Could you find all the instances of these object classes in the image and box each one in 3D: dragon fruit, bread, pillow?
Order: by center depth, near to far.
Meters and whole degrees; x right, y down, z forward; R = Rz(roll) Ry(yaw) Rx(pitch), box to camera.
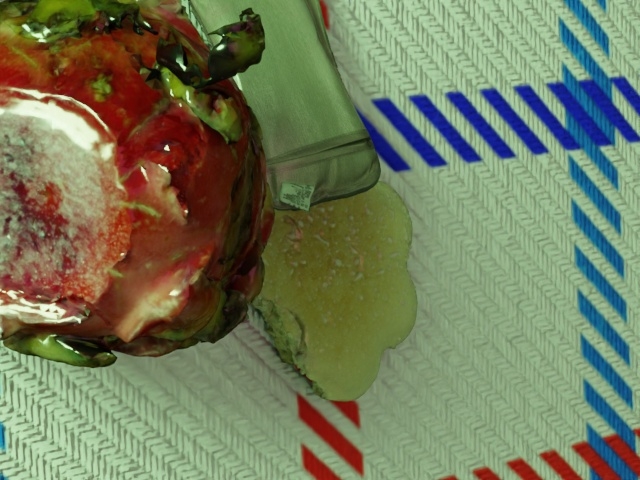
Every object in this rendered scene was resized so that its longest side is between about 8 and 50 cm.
[{"bbox_3d":[-0.146,-0.049,1.331,0.291,0.250,0.269,-26,127,-69],"label":"dragon fruit"},{"bbox_3d":[-0.032,-0.136,1.526,0.131,0.038,0.232,-20,86,-36],"label":"pillow"},{"bbox_3d":[0.000,0.000,1.578,0.182,0.039,0.251,-49,118,-26],"label":"bread"}]
